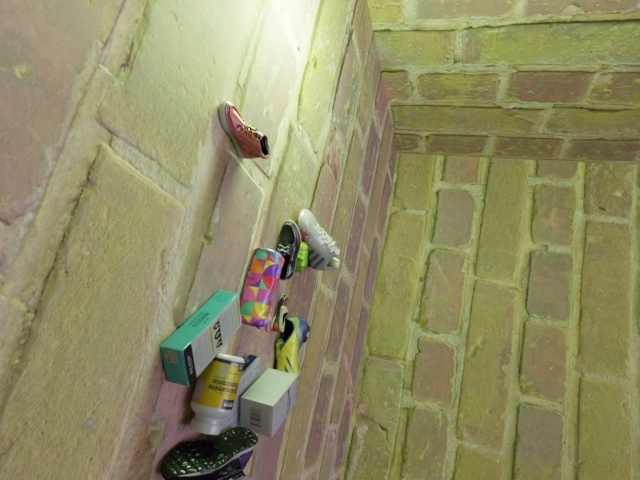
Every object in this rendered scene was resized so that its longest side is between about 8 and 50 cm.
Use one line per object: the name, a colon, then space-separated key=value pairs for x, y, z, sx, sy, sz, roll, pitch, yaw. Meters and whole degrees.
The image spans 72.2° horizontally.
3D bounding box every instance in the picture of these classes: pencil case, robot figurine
pencil case: x=-0.171 y=0.140 z=1.274 sx=0.104 sy=0.104 sz=0.236 roll=48 pitch=50 yaw=-66
robot figurine: x=-0.079 y=0.056 z=1.571 sx=0.101 sy=0.067 sz=0.115 roll=-31 pitch=126 yaw=-80

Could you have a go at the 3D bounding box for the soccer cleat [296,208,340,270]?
soccer cleat: x=0.000 y=0.000 z=1.669 sx=0.331 sy=0.143 sz=0.116 roll=72 pitch=30 yaw=-51

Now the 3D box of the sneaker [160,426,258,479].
sneaker: x=-0.269 y=0.562 z=1.076 sx=0.283 sy=0.107 sz=0.124 roll=15 pitch=96 yaw=-55

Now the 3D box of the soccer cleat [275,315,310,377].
soccer cleat: x=-0.126 y=0.411 z=1.569 sx=0.121 sy=0.093 sz=0.289 roll=24 pitch=76 yaw=-39

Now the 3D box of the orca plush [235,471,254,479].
orca plush: x=-0.236 y=0.773 z=1.276 sx=0.102 sy=0.151 sz=0.287 roll=-39 pitch=180 yaw=-14

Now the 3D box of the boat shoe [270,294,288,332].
boat shoe: x=-0.132 y=0.252 z=1.519 sx=0.049 sy=0.043 sz=0.137 roll=66 pitch=34 yaw=-54

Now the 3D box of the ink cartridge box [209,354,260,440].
ink cartridge box: x=-0.243 y=0.478 z=1.259 sx=0.223 sy=0.045 sz=0.224 roll=-33 pitch=128 yaw=-66

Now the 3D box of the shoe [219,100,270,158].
shoe: x=-0.186 y=-0.275 z=1.104 sx=0.178 sy=0.081 sz=0.063 roll=71 pitch=31 yaw=-53

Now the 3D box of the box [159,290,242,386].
box: x=-0.275 y=0.224 z=1.047 sx=0.244 sy=0.060 sz=0.101 roll=-50 pitch=143 yaw=-60

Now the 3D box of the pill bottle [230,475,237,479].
pill bottle: x=-0.264 y=0.644 z=1.221 sx=0.120 sy=0.067 sz=0.067 roll=-39 pitch=133 yaw=-65

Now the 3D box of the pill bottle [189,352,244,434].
pill bottle: x=-0.258 y=0.372 z=1.080 sx=0.103 sy=0.103 sz=0.184 roll=51 pitch=49 yaw=-65

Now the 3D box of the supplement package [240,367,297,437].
supplement package: x=-0.149 y=0.473 z=1.296 sx=0.179 sy=0.105 sz=0.105 roll=-32 pitch=127 yaw=-67

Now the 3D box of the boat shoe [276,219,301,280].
boat shoe: x=-0.111 y=0.036 z=1.458 sx=0.065 sy=0.075 sz=0.206 roll=-45 pitch=143 yaw=-67
